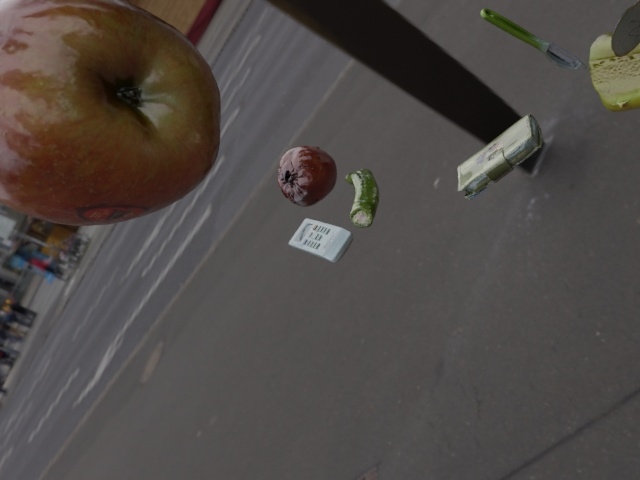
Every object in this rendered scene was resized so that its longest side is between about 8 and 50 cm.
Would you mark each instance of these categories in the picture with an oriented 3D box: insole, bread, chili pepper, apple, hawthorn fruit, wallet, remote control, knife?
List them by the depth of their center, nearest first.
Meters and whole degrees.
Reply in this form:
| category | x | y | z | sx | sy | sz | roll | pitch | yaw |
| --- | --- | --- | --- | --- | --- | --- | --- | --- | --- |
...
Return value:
| category | x | y | z | sx | sy | sz | roll | pitch | yaw |
| --- | --- | --- | --- | --- | --- | --- | --- | --- | --- |
| apple | -0.256 | -0.153 | 0.854 | 0.309 | 0.250 | 0.277 | -30 | -61 | -57 |
| knife | 0.313 | -0.293 | 1.081 | 0.026 | 0.184 | 0.022 | -51 | 18 | 46 |
| insole | 0.537 | -0.380 | 1.227 | 0.188 | 0.064 | 0.004 | -54 | 28 | -14 |
| chili pepper | 0.072 | -0.083 | 1.227 | 0.201 | 0.052 | 0.050 | -91 | 8 | -63 |
| wallet | 0.302 | -0.138 | 1.237 | 0.155 | 0.039 | 0.110 | -39 | 17 | 30 |
| remote control | 0.000 | 0.000 | 1.277 | 0.061 | 0.029 | 0.162 | -54 | 27 | -9 |
| bread | 0.688 | -0.348 | 1.384 | 0.112 | 0.166 | 0.384 | -22 | 10 | -28 |
| hawthorn fruit | -0.024 | -0.162 | 1.799 | 0.172 | 0.148 | 0.148 | -20 | -19 | -47 |
